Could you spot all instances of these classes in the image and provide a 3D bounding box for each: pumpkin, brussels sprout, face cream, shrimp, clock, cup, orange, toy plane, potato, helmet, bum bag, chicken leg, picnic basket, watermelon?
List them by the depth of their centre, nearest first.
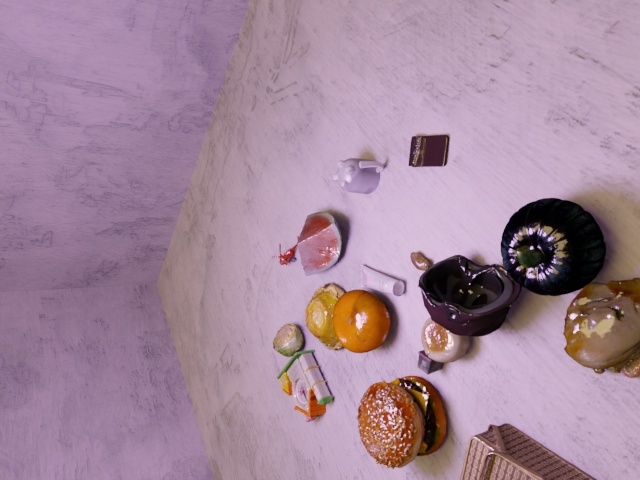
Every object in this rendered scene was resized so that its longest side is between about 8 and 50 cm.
[{"bbox_3d":[0.720,0.141,1.059,0.429,0.152,0.202,-46,62,34],"label":"chicken leg"},{"bbox_3d":[0.734,0.270,1.124,0.059,0.023,0.108,48,127,54],"label":"shrimp"},{"bbox_3d":[0.550,0.023,1.192,0.247,0.247,0.248,-1,89,54],"label":"pumpkin"},{"bbox_3d":[0.528,0.666,1.272,0.312,0.175,0.228,25,111,52],"label":"picnic basket"},{"bbox_3d":[0.428,0.183,1.394,0.305,0.224,0.177,30,141,50],"label":"helmet"},{"bbox_3d":[0.363,-0.303,1.634,0.159,0.026,0.109,11,98,53],"label":"bum bag"},{"bbox_3d":[0.338,0.074,1.649,0.046,0.045,0.092,-46,47,-3],"label":"potato"},{"bbox_3d":[0.154,0.298,1.794,0.240,0.171,0.241,-9,78,47],"label":"orange"},{"bbox_3d":[0.220,0.154,1.807,0.243,0.058,0.092,14,105,59],"label":"face cream"},{"bbox_3d":[0.143,-0.245,1.838,0.173,0.141,0.134,23,108,51],"label":"cup"},{"bbox_3d":[0.000,0.000,2.022,0.259,0.176,0.256,-18,83,30],"label":"watermelon"},{"bbox_3d":[-0.066,0.657,2.148,0.220,0.106,0.255,-58,47,36],"label":"clock"},{"bbox_3d":[-0.138,0.469,2.243,0.149,0.122,0.152,5,59,49],"label":"brussels sprout"},{"bbox_3d":[-0.145,0.047,2.295,0.126,0.077,0.194,45,117,40],"label":"toy plane"}]

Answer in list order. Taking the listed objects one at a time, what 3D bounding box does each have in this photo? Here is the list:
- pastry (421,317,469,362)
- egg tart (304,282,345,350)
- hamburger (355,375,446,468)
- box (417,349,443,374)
[{"bbox_3d":[0.392,0.307,1.519,0.156,0.091,0.157,-25,57,45],"label":"pastry"},{"bbox_3d":[0.021,0.321,2.026,0.294,0.116,0.295,-6,83,54],"label":"egg tart"},{"bbox_3d":[0.261,0.599,1.601,0.290,0.224,0.292,-7,81,53],"label":"hamburger"},{"bbox_3d":[0.365,0.393,1.581,0.060,0.084,0.063,28,120,49],"label":"box"}]
